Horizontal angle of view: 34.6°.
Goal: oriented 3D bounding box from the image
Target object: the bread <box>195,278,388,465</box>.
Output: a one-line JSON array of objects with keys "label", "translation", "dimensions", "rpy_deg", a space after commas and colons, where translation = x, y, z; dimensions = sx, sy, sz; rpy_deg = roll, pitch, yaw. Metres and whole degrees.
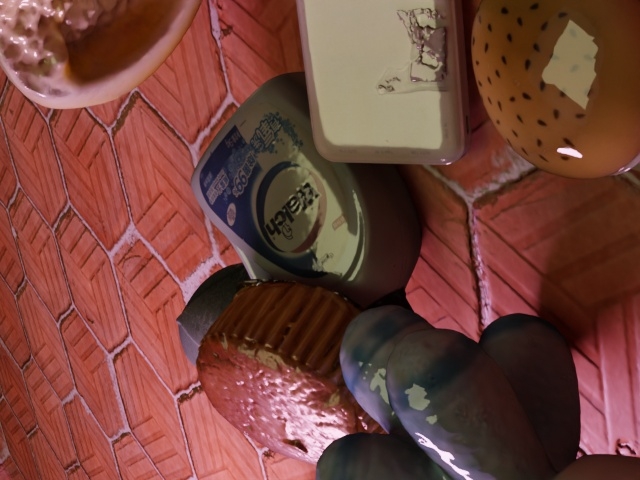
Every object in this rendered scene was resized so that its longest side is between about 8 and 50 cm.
[{"label": "bread", "translation": [-0.021, 0.130, 0.952], "dimensions": [0.199, 0.104, 0.199], "rpy_deg": [24, 144, 19]}]

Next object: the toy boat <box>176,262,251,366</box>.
[{"label": "toy boat", "translation": [-0.084, 0.095, 1.193], "dimensions": [0.319, 0.092, 0.141], "rpy_deg": [-7, 71, 55]}]

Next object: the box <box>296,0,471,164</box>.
[{"label": "box", "translation": [0.045, -0.200, 0.831], "dimensions": [0.142, 0.044, 0.285], "rpy_deg": [3, 112, 27]}]

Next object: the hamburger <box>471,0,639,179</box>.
[{"label": "hamburger", "translation": [0.171, -0.115, 0.642], "dimensions": [0.175, 0.137, 0.175], "rpy_deg": [41, 141, 43]}]

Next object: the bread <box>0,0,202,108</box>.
[{"label": "bread", "translation": [-0.244, -0.333, 0.937], "dimensions": [0.245, 0.329, 0.424], "rpy_deg": [18, 127, 14]}]

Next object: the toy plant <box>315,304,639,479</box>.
[{"label": "toy plant", "translation": [0.130, 0.173, 0.777], "dimensions": [0.332, 0.247, 0.247], "rpy_deg": [47, 144, 26]}]

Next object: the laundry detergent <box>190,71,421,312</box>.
[{"label": "laundry detergent", "translation": [0.000, 0.000, 0.993], "dimensions": [0.215, 0.105, 0.280], "rpy_deg": [-44, 71, 38]}]
